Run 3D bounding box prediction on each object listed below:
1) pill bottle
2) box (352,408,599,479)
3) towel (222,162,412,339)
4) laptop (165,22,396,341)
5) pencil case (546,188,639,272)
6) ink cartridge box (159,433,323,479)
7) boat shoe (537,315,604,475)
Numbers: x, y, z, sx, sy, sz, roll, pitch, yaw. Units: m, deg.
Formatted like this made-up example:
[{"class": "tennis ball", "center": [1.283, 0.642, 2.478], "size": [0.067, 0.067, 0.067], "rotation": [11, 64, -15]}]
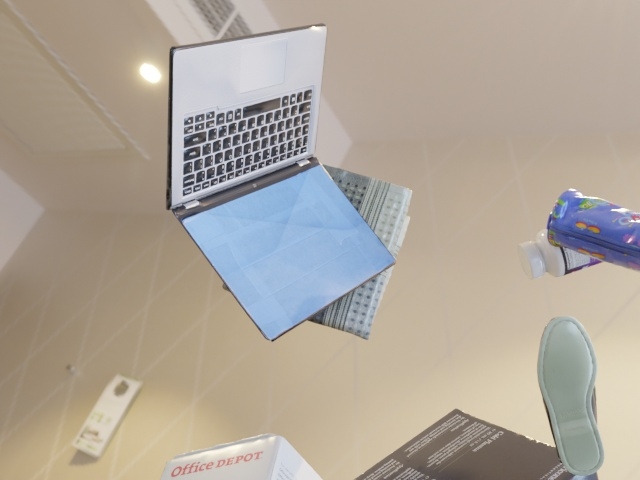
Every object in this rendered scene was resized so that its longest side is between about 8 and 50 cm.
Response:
[{"class": "pill bottle", "center": [0.524, 0.016, 1.620], "size": [0.193, 0.108, 0.108], "rotation": [-18, -37, 0]}, {"class": "box", "center": [0.228, 0.465, 1.236], "size": [0.312, 0.343, 0.179], "rotation": [7, -61, 58]}, {"class": "towel", "center": [0.000, 0.000, 1.522], "size": [0.312, 0.324, 0.056], "rotation": [18, -15, 7]}, {"class": "laptop", "center": [-0.039, -0.119, 1.278], "size": [0.236, 0.382, 0.408], "rotation": [23, -59, 29]}, {"class": "pencil case", "center": [0.560, -0.004, 1.411], "size": [0.133, 0.119, 0.306], "rotation": [-5, 20, -34]}, {"class": "ink cartridge box", "center": [-0.141, 0.441, 1.037], "size": [0.223, 0.307, 0.129], "rotation": [-20, -57, 28]}, {"class": "boat shoe", "center": [0.348, 0.212, 1.079], "size": [0.081, 0.228, 0.069], "rotation": [-8, 7, 8]}]
